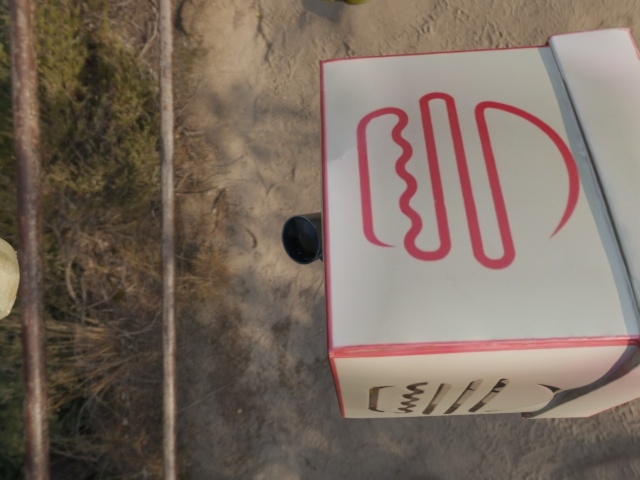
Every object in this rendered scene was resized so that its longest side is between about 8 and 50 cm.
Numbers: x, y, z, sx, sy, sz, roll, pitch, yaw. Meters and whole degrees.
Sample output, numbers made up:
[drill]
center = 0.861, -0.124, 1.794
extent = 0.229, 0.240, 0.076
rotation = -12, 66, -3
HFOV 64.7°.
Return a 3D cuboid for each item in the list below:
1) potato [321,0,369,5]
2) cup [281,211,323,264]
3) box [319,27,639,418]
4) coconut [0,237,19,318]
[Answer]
[potato]
center = 0.034, -0.370, 0.556
extent = 0.137, 0.154, 0.200
rotation = 8, 100, 5
[cup]
center = 0.000, 0.000, 0.796
extent = 0.100, 0.077, 0.078
rotation = 47, 127, 22
[box]
center = 0.156, 0.013, 0.535
extent = 0.300, 0.314, 0.312
rotation = -3, 62, 3
[coconut]
center = -0.577, 0.069, 0.819
extent = 0.161, 0.161, 0.162
rotation = -50, 44, 25
